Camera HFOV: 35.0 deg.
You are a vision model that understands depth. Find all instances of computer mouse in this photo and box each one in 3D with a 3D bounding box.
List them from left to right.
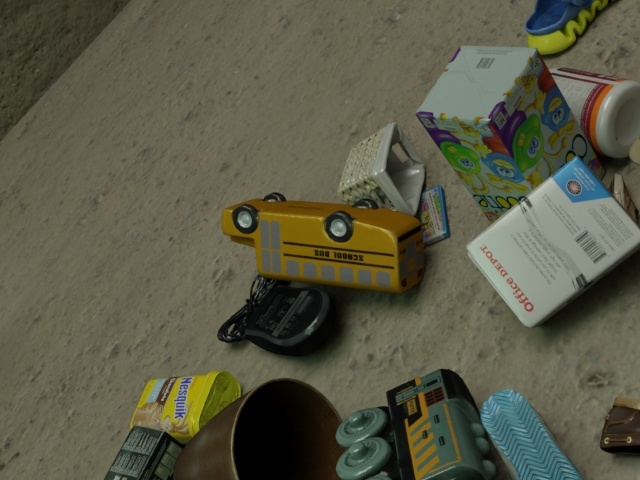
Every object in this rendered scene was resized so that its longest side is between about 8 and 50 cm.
[{"bbox_3d":[-0.051,0.132,1.729,0.188,0.072,0.272,-51,27,-15],"label":"computer mouse"}]

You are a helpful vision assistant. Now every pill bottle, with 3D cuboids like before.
[{"bbox_3d":[0.405,-0.210,1.614,0.121,0.121,0.221,-50,37,-11],"label":"pill bottle"}]

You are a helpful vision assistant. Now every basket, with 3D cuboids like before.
[{"bbox_3d":[0.105,-0.107,1.762,0.103,0.113,0.167,-24,27,27],"label":"basket"}]

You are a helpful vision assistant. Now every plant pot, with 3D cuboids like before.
[{"bbox_3d":[-0.109,0.332,1.487,0.230,0.215,0.215,-26,37,44],"label":"plant pot"}]

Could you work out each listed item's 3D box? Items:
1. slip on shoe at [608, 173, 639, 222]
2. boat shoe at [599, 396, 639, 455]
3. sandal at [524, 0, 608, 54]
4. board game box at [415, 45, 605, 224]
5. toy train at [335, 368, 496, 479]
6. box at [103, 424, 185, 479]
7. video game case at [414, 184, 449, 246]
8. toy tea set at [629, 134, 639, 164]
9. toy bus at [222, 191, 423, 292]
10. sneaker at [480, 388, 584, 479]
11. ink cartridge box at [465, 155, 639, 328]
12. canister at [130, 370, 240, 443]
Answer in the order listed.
[{"bbox_3d":[0.443,-0.043,1.485,0.041,0.051,0.135,12,43,2],"label":"slip on shoe"},{"bbox_3d":[0.427,0.240,1.193,0.207,0.073,0.073,1,56,51],"label":"boat shoe"},{"bbox_3d":[0.473,-0.482,1.816,0.317,0.138,0.126,-47,35,-11],"label":"sandal"},{"bbox_3d":[0.289,-0.143,1.522,0.144,0.275,0.142,13,63,47],"label":"board game box"},{"bbox_3d":[0.127,0.291,1.294,0.190,0.142,0.334,-28,17,8],"label":"toy train"},{"bbox_3d":[-0.263,0.402,1.573,0.077,0.147,0.180,1,54,41],"label":"box"},{"bbox_3d":[0.140,-0.021,1.749,0.166,0.015,0.119,-24,40,22],"label":"video game case"},{"bbox_3d":[0.535,-0.073,1.360,0.200,0.124,0.336,-50,38,-10],"label":"toy tea set"},{"bbox_3d":[0.000,0.000,1.687,0.333,0.130,0.108,5,17,29],"label":"toy bus"},{"bbox_3d":[0.281,0.294,1.258,0.087,0.092,0.228,-29,58,13],"label":"sneaker"},{"bbox_3d":[0.330,0.005,1.420,0.203,0.086,0.148,-40,75,16],"label":"ink cartridge box"},{"bbox_3d":[-0.231,0.287,1.723,0.170,0.073,0.126,-10,47,37],"label":"canister"}]
